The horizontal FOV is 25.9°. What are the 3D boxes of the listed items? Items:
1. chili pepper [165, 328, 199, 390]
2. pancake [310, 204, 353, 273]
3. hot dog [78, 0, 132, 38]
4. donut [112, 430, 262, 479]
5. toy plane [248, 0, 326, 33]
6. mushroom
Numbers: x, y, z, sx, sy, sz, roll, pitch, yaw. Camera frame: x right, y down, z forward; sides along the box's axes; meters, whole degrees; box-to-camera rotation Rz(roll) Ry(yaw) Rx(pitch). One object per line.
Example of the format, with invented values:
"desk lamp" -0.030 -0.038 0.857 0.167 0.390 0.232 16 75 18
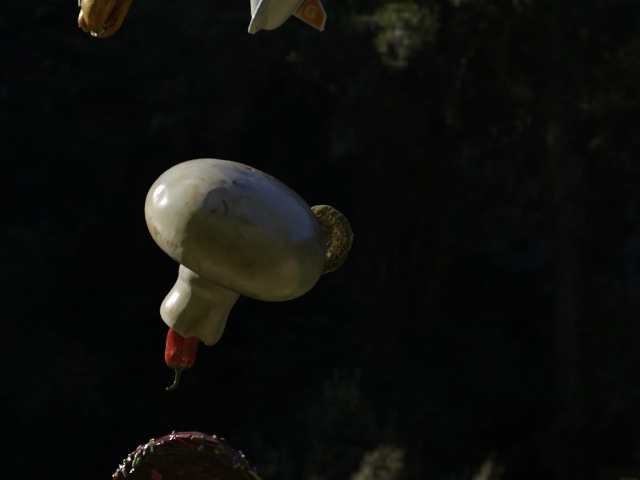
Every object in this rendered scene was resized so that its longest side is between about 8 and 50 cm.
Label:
"chili pepper" -0.219 0.150 2.238 0.050 0.191 0.059 3 -18 12
"pancake" 0.000 0.000 2.209 0.115 0.115 0.011 0 -10 17
"hot dog" -0.303 -0.424 2.105 0.068 0.249 0.100 19 -14 8
"donut" -0.188 0.370 1.967 0.235 0.235 0.089 3 16 -5
"toy plane" -0.022 -0.331 1.446 0.244 0.245 0.117 0 22 17
"mushroom" -0.124 0.019 1.793 0.243 0.243 0.243 3 -8 0
